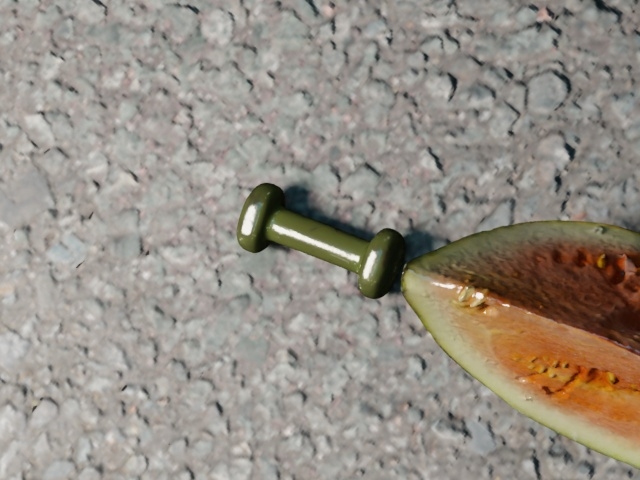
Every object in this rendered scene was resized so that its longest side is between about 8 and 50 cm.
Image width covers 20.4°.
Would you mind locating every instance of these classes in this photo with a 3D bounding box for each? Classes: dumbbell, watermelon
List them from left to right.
[{"bbox_3d":[0.000,0.000,1.244,0.118,0.046,0.052,20,93,18],"label":"dumbbell"},{"bbox_3d":[0.200,0.089,1.135,0.303,0.159,0.128,24,118,12],"label":"watermelon"}]
